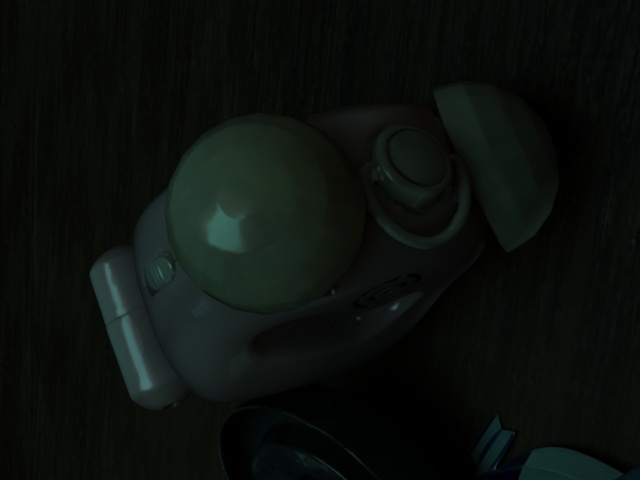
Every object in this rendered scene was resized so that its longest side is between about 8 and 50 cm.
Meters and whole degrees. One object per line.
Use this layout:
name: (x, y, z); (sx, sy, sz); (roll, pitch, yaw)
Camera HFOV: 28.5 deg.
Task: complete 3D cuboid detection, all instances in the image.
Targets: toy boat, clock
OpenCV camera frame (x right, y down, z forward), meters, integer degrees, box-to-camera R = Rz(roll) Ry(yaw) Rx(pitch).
toy boat: (0.223, 0.248, 1.049); (0.291, 0.067, 0.220); (44, 127, 49)
clock: (0.000, 0.000, 1.039); (0.184, 0.342, 0.326); (61, 143, 13)
clock: (0.023, 0.252, 1.179); (0.281, 0.055, 0.280); (31, 142, 28)

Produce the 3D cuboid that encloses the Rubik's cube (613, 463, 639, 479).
Rubik's cube: (0.329, 0.265, 0.559); (0.344, 0.347, 0.346); (123, 163, -56)
